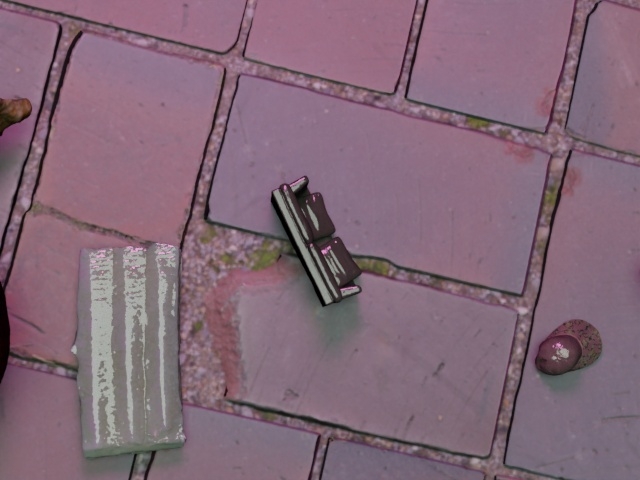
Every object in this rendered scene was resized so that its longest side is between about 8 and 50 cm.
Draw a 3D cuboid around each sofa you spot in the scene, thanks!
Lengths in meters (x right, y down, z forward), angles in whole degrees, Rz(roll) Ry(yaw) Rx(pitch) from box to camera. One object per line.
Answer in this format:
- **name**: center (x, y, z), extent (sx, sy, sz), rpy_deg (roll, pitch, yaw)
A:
- **sofa**: center (0.000, 0.000, 1.239), extent (0.060, 0.085, 0.147), rpy_deg (-26, 86, -4)

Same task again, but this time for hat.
- **hat**: center (0.293, 0.126, 1.272), extent (0.087, 0.042, 0.058), rpy_deg (-20, 86, -7)

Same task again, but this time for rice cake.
- **rice cake**: center (-0.215, 0.123, 1.226), extent (0.127, 0.043, 0.237), rpy_deg (-3, 83, -4)

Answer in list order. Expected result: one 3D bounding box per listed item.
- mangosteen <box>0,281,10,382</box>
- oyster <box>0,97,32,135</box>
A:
- **mangosteen**: center (-0.473, 0.106, 1.101), extent (0.297, 0.293, 0.297), rpy_deg (23, 53, -34)
- **oyster**: center (-0.495, -0.089, 1.172), extent (0.361, 0.221, 0.096), rpy_deg (-19, 108, -25)
